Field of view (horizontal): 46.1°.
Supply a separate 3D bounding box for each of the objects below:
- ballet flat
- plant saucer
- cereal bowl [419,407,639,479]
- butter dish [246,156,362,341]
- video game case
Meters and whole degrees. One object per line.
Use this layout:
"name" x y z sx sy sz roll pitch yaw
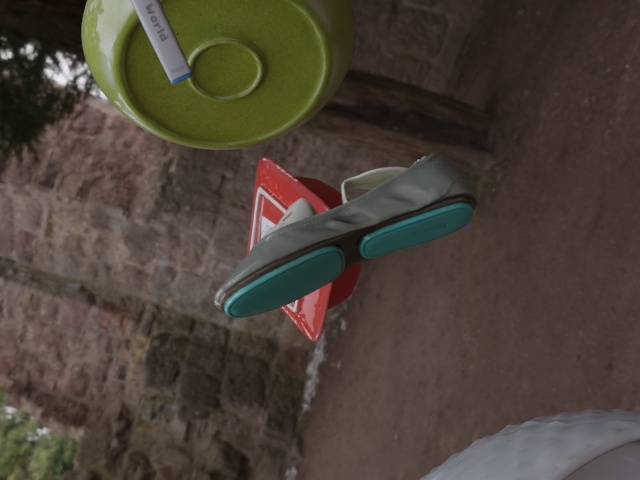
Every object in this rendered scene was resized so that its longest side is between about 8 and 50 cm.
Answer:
"ballet flat" 0.014 -0.009 0.566 0.072 0.213 0.068 86 160 -61
"plant saucer" -0.084 -0.158 0.658 0.241 0.240 0.037 113 154 -48
"cereal bowl" 0.116 0.248 0.363 0.141 0.339 0.339 -9 62 60
"butter dish" 0.000 0.000 0.827 0.160 0.118 0.160 41 132 42
"video game case" -0.120 -0.178 0.423 0.166 0.015 0.119 67 175 -30
